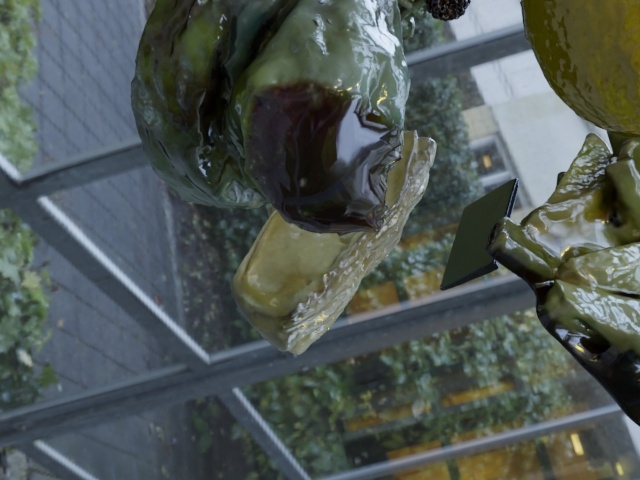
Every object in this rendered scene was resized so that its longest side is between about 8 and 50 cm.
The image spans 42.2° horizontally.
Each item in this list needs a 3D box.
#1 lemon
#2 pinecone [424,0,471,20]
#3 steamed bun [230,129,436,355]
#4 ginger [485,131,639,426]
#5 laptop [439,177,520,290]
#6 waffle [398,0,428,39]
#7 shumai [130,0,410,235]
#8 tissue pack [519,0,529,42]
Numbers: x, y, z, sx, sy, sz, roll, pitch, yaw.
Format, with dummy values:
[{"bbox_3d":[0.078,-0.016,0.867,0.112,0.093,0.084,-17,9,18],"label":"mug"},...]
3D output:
[{"bbox_3d":[0.221,-0.162,0.540,0.180,0.181,0.193,53,17,-73],"label":"lemon"},{"bbox_3d":[0.201,-0.385,1.322,0.083,0.077,0.077,-57,133,-58],"label":"pinecone"},{"bbox_3d":[0.000,0.000,1.360,0.428,0.247,0.189,-53,153,-24],"label":"steamed bun"},{"bbox_3d":[0.406,0.022,1.032,0.359,0.211,0.413,-1,55,-49],"label":"ginger"},{"bbox_3d":[0.267,-0.008,1.385,0.016,0.135,0.197,37,53,-17],"label":"laptop"},{"bbox_3d":[0.051,-0.452,1.500,0.291,0.310,0.056,88,3,-64],"label":"waffle"},{"bbox_3d":[0.008,-0.127,0.753,0.263,0.304,0.309,48,-36,39],"label":"shumai"},{"bbox_3d":[0.501,-0.380,1.311,0.238,0.306,0.238,-42,140,-49],"label":"tissue pack"}]
